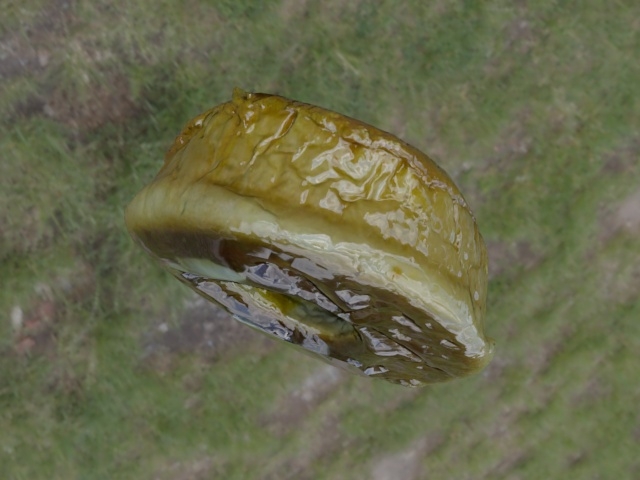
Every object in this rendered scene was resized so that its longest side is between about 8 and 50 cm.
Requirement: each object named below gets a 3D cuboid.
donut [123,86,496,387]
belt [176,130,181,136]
[{"bbox_3d":[0.000,0.000,0.961,0.330,0.330,0.160,48,54,-53],"label":"donut"},{"bbox_3d":[-0.102,-0.122,1.581,0.190,0.082,0.141,-10,174,-24],"label":"belt"}]
